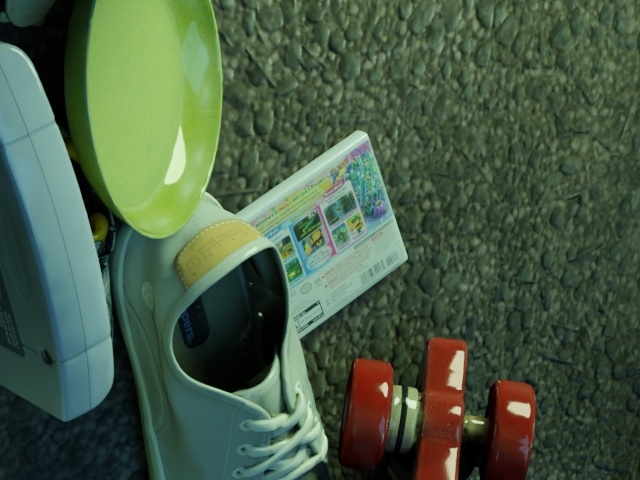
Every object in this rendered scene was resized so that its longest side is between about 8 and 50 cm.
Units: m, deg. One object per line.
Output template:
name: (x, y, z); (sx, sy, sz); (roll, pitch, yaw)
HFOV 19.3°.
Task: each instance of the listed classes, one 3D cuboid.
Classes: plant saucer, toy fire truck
plant saucer: (-0.139, -0.121, 1.453); (0.241, 0.037, 0.241); (0, 90, -69)
toy fire truck: (0.090, 0.256, 1.725); (0.254, 0.169, 0.302); (102, -5, -55)

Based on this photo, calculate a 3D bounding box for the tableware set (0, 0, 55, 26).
tableware set: (-0.182, -0.238, 1.390); (0.141, 0.020, 0.169); (-32, 145, -52)

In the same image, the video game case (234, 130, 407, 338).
video game case: (0.000, 0.000, 1.689); (0.157, 0.019, 0.143); (-35, 125, -23)

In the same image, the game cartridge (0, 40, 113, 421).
game cartridge: (-0.238, -0.019, 1.367); (0.060, 0.196, 0.294); (-27, 122, -28)

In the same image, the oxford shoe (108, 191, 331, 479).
oxford shoe: (-0.064, 0.158, 1.623); (0.169, 0.130, 0.449); (-35, 128, -29)

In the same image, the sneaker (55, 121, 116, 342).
sneaker: (-0.205, 0.010, 1.473); (0.088, 0.092, 0.225); (-29, 123, -28)
